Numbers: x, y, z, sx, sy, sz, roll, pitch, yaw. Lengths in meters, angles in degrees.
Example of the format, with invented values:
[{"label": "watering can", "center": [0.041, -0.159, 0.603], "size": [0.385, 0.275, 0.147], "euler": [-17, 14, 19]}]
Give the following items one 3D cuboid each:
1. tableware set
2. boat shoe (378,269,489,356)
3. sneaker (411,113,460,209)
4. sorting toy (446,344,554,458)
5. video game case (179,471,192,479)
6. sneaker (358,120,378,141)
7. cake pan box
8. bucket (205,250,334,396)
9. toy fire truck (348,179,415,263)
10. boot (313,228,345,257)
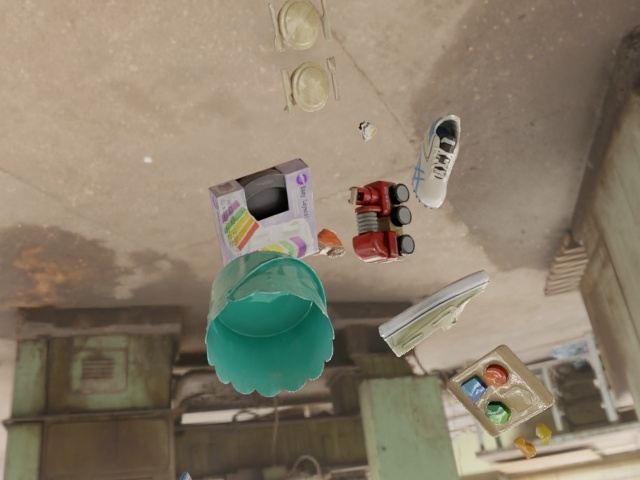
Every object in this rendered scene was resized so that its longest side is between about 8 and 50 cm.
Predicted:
[{"label": "tableware set", "center": [-0.036, -0.322, 1.173], "size": [0.128, 0.194, 0.039], "euler": [-24, -157, -36]}, {"label": "boat shoe", "center": [0.290, 0.178, 1.654], "size": [0.302, 0.094, 0.109], "euler": [-31, 173, 5]}, {"label": "sneaker", "center": [0.260, -0.180, 1.481], "size": [0.085, 0.237, 0.086], "euler": [18, 154, -7]}, {"label": "sorting toy", "center": [0.526, 0.461, 1.864], "size": [0.229, 0.307, 0.041], "euler": [-45, 175, 32]}, {"label": "video game case", "center": [-0.362, 0.744, 1.855], "size": [0.015, 0.119, 0.166], "euler": [-13, 114, 19]}, {"label": "sneaker", "center": [0.093, -0.223, 1.346], "size": [0.032, 0.037, 0.083], "euler": [-48, -177, -4]}, {"label": "cake pan box", "center": [-0.133, -0.052, 1.642], "size": [0.245, 0.070, 0.267], "euler": [-21, 127, -23]}, {"label": "bucket", "center": [-0.111, 0.167, 1.419], "size": [0.280, 0.183, 0.281], "euler": [-5, 122, -8]}, {"label": "toy fire truck", "center": [0.130, -0.056, 1.753], "size": [0.246, 0.217, 0.158], "euler": [4, 168, -39]}, {"label": "boot", "center": [0.000, 0.000, 2.026], "size": [0.157, 0.085, 0.059], "euler": [12, 142, -43]}]
